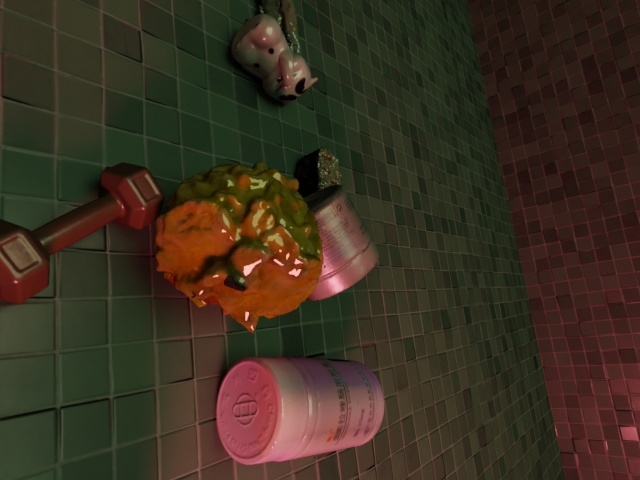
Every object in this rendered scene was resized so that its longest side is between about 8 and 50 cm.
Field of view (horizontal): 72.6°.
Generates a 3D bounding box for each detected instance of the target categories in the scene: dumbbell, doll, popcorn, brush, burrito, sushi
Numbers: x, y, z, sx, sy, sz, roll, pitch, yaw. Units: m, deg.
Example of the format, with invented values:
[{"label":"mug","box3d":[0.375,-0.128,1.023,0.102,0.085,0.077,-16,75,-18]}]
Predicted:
[{"label":"dumbbell","box3d":[-0.298,-0.018,0.531,0.231,0.082,0.092,-46,112,-48]},{"label":"doll","box3d":[-0.093,-0.360,0.880,0.181,0.110,0.107,47,25,-29]},{"label":"popcorn","box3d":[-0.108,0.013,0.620,0.249,0.249,0.225,35,19,-39]},{"label":"brush","box3d":[-0.206,0.070,0.666,0.083,0.018,0.021,48,35,-30]},{"label":"burrito","box3d":[-0.094,-0.523,0.969,0.096,0.066,0.309,-1,79,-56]},{"label":"sushi","box3d":[0.000,-0.122,0.938,0.090,0.078,0.150,22,60,-46]}]

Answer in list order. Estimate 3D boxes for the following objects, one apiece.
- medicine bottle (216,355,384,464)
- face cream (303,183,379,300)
[{"label":"medicine bottle","box3d":[-0.025,0.269,0.712,0.254,0.152,0.152,20,63,-47]},{"label":"face cream","box3d":[0.000,0.000,0.815,0.153,0.177,0.177,61,40,-16]}]
